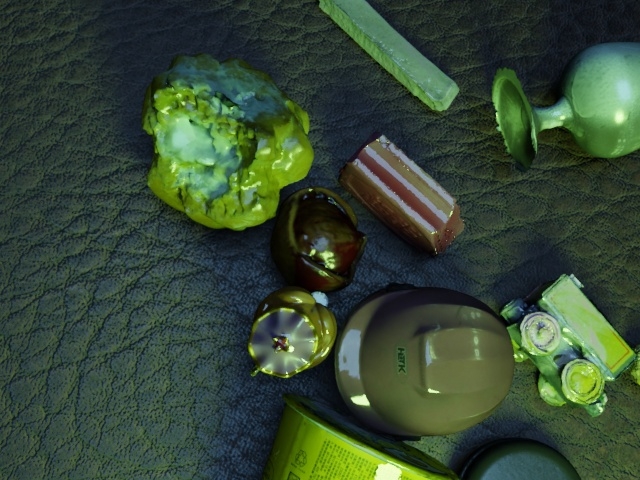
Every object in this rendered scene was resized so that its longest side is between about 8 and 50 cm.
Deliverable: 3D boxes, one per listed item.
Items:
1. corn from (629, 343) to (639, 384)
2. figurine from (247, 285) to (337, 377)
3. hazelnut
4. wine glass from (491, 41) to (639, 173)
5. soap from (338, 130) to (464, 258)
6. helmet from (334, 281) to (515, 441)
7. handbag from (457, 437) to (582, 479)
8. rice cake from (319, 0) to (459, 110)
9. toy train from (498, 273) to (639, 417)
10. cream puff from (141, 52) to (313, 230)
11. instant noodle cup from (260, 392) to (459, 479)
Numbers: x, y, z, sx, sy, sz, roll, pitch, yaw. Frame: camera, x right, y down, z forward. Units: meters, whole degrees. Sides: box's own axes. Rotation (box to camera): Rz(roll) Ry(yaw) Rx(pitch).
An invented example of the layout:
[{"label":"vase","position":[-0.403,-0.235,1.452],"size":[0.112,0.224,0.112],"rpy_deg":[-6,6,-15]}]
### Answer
[{"label":"corn","position":[0.761,0.271,1.491],"size":[0.346,0.130,0.130],"rpy_deg":[14,77,-3]},{"label":"figurine","position":[-0.053,0.161,1.334],"size":[0.142,0.263,0.189],"rpy_deg":[36,80,1]},{"label":"hazelnut","position":[-0.006,-0.002,1.423],"size":[0.160,0.170,0.202],"rpy_deg":[-7,73,36]},{"label":"wine glass","position":[0.521,-0.267,1.523],"size":[0.322,0.238,0.238],"rpy_deg":[-17,81,-6]},{"label":"soap","position":[0.159,-0.083,1.467],"size":[0.250,0.162,0.099],"rpy_deg":[42,76,3]},{"label":"helmet","position":[0.202,0.205,1.331],"size":[0.338,0.197,0.271],"rpy_deg":[12,75,-49]},{"label":"handbag","position":[0.356,0.505,1.383],"size":[0.253,0.093,0.308],"rpy_deg":[3,68,-7]},{"label":"rice cake","position":[0.131,-0.398,1.585],"size":[0.365,0.056,0.073],"rpy_deg":[43,71,3]},{"label":"toy train","position":[0.460,0.195,1.463],"size":[0.177,0.134,0.261],"rpy_deg":[-39,86,-14]},{"label":"cream puff","position":[-0.171,-0.175,1.424],"size":[0.323,0.270,0.274],"rpy_deg":[36,41,11]},{"label":"instant noodle cup","position":[0.032,0.432,1.278],"size":[0.325,0.325,0.254],"rpy_deg":[25,84,-2]}]
